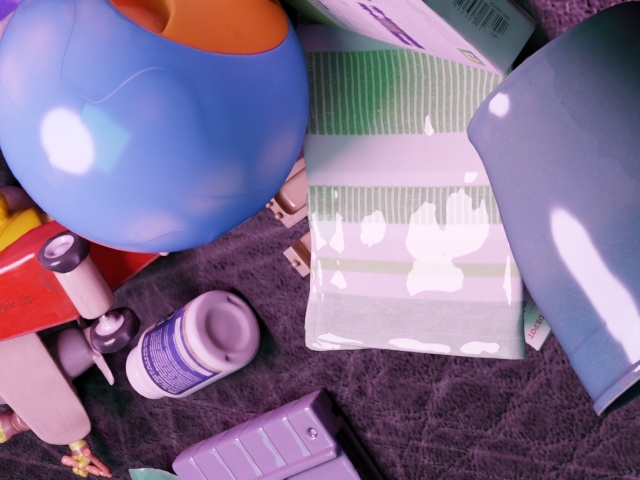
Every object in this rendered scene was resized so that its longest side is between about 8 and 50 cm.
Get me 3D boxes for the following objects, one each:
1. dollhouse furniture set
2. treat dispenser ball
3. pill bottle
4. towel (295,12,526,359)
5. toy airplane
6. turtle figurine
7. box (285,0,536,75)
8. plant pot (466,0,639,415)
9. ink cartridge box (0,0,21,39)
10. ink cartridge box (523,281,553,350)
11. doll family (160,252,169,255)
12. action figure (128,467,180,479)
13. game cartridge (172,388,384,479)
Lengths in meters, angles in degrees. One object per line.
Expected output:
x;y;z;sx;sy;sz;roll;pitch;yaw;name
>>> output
0.000;0.000;1.690;0.151;0.123;0.144;51;138;-4;dollhouse furniture set
-0.153;-0.132;1.539;0.288;0.288;0.288;22;132;26;treat dispenser ball
-0.151;0.125;1.934;0.094;0.094;0.169;53;138;-6;pill bottle
0.075;-0.058;1.544;0.248;0.038;0.325;0;92;41;towel
-0.391;0.043;1.943;0.384;0.272;0.386;17;123;-13;toy airplane
-0.374;0.192;2.178;0.217;0.087;0.269;-9;123;52;turtle figurine
0.003;-0.245;1.389;0.232;0.058;0.322;37;173;-34;box
0.258;-0.040;1.356;0.255;0.271;0.271;55;140;13;plant pot
-0.401;-0.245;1.764;0.206;0.045;0.208;33;133;16;ink cartridge box
0.195;0.022;1.569;0.143;0.090;0.092;36;137;14;ink cartridge box
-0.156;-0.121;1.760;0.163;0.118;0.263;-6;98;49;doll family
-0.119;0.329;2.087;0.232;0.063;0.137;-9;113;36;action figure
0.003;0.362;1.975;0.230;0.068;0.355;-28;101;28;game cartridge
